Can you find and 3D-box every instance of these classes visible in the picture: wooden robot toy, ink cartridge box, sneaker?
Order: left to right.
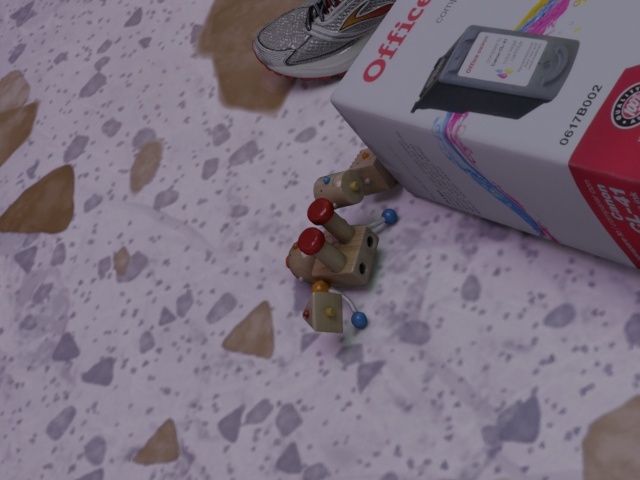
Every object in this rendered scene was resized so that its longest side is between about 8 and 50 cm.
[{"bbox_3d":[0.000,0.000,1.063,0.079,0.076,0.173,-11,52,43],"label":"wooden robot toy"},{"bbox_3d":[0.036,-0.216,1.177,0.225,0.093,0.088,-26,47,18],"label":"sneaker"},{"bbox_3d":[0.189,-0.119,0.958,0.306,0.131,0.226,21,72,46],"label":"ink cartridge box"}]
